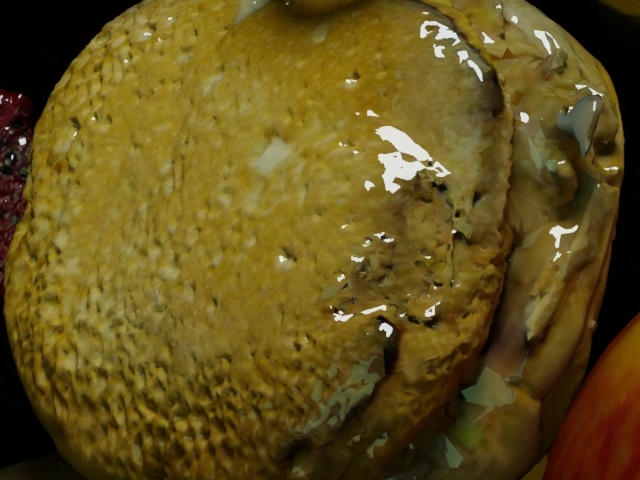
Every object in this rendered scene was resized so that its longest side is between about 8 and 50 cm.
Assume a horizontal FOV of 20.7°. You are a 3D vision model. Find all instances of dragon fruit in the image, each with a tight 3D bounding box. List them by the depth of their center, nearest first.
[{"bbox_3d":[-0.208,-0.026,1.048,0.097,0.063,0.131,5,97,-5],"label":"dragon fruit"}]

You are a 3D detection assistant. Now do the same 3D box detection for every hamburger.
[{"bbox_3d":[0.000,0.000,0.836,0.314,0.170,0.289,5,78,43],"label":"hamburger"}]

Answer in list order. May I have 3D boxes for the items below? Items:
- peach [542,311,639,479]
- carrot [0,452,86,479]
[{"bbox_3d":[0.221,0.135,0.727,0.281,0.238,0.281,4,114,9],"label":"peach"},{"bbox_3d":[-0.207,0.171,1.001,0.342,0.070,0.070,-21,83,45],"label":"carrot"}]
